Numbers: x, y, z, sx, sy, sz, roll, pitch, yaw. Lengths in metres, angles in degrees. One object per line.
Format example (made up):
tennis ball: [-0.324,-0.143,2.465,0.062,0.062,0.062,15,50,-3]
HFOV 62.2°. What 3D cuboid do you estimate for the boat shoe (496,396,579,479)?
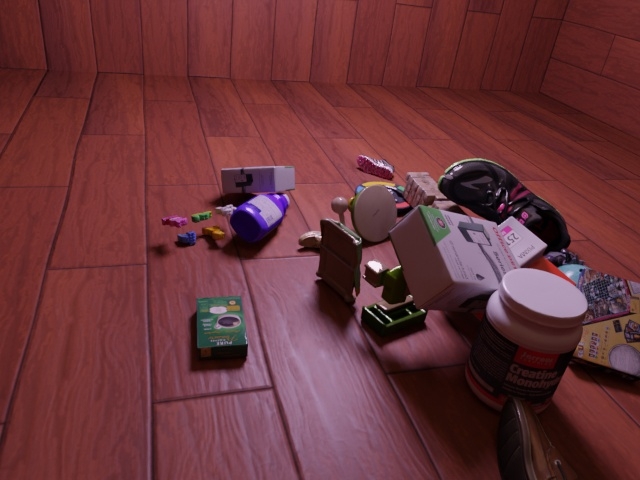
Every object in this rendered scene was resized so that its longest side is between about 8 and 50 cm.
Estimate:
boat shoe: [0.394,0.426,0.945,0.105,0.110,0.307,11,40,-2]

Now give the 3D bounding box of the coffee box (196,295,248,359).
coffee box: [-0.232,0.200,1.236,0.113,0.040,0.184,-2,31,-15]

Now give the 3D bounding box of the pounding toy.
pounding toy: [0.125,-0.081,1.707,0.237,0.182,0.110,-20,14,-33]

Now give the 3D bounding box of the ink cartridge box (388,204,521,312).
ink cartridge box: [0.325,0.050,1.237,0.289,0.121,0.211,8,51,-37]

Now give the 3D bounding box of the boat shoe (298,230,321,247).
boat shoe: [0.000,0.000,1.621,0.136,0.050,0.045,-8,28,-25]

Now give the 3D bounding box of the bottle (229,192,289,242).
bottle: [-0.177,-0.086,1.666,0.118,0.092,0.283,45,26,-2]

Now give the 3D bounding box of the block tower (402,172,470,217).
block tower: [0.399,-0.109,1.821,0.091,0.097,0.335,-2,40,-25]

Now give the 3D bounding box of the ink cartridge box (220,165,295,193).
ink cartridge box: [-0.211,-0.207,1.804,0.209,0.086,0.153,2,9,23]

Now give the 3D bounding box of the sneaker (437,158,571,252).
sneaker: [0.604,-0.110,1.696,0.483,0.185,0.202,25,21,-8]

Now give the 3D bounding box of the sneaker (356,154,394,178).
sneaker: [0.232,-0.309,2.191,0.171,0.063,0.075,26,35,19]

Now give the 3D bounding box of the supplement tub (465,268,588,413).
supplement tub: [0.432,0.217,1.129,0.191,0.272,0.191,6,31,-3]

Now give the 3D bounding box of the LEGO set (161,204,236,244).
LEGO set: [-0.337,-0.038,1.568,0.227,0.086,0.093,-17,23,-35]

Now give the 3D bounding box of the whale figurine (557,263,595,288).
whale figurine: [0.652,0.149,1.427,0.272,0.141,0.216,-12,36,-26]

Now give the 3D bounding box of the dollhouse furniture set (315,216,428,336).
dollhouse furniture set: [0.136,0.073,1.382,0.151,0.197,0.301,-16,38,-33]

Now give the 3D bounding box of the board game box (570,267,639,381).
board game box: [0.713,0.204,1.313,0.165,0.042,0.243,18,66,11]

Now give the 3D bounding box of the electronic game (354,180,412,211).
electronic game: [0.240,-0.165,1.959,0.230,0.048,0.229,6,30,-4]

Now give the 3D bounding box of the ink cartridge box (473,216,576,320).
ink cartridge box: [0.488,0.097,1.384,0.275,0.060,0.239,-35,60,-14]

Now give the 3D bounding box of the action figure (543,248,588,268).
action figure: [0.664,0.064,1.586,0.285,0.099,0.185,-7,-1,-26]
